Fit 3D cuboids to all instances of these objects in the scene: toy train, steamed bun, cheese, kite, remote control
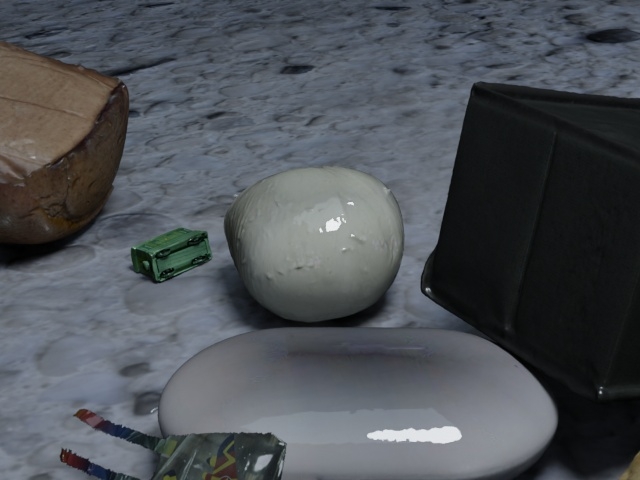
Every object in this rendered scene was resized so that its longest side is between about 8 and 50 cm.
[{"bbox_3d":[-0.175,0.015,1.307,0.056,0.038,0.093,13,29,44],"label":"toy train"},{"bbox_3d":[-0.381,-0.099,1.407,0.252,0.199,0.301,18,38,5],"label":"steamed bun"},{"bbox_3d":[0.000,0.000,1.184,0.198,0.154,0.189,-5,30,-6],"label":"cheese"},{"bbox_3d":[-0.126,0.192,0.854,0.245,0.141,0.015,10,-17,41],"label":"kite"},{"bbox_3d":[0.030,0.138,0.934,0.332,0.103,0.221,-1,23,3],"label":"remote control"}]

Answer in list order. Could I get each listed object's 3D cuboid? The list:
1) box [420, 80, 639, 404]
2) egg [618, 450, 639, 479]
[{"bbox_3d":[0.315,-0.002,0.999,0.345,0.204,0.251,1,20,-31],"label":"box"},{"bbox_3d":[0.296,0.192,0.691,0.233,0.194,0.195,14,24,-8],"label":"egg"}]
